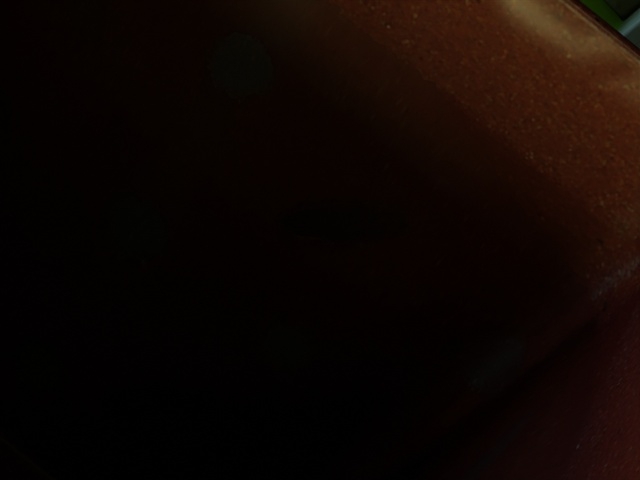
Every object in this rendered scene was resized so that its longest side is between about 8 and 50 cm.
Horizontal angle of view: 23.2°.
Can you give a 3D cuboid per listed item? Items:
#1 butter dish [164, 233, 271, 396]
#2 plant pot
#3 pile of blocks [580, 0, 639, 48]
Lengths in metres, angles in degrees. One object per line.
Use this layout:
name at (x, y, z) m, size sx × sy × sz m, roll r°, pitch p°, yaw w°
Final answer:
butter dish at (0.000, 0.000, 0.543) m, size 0.160 × 0.160 × 0.118 m, roll 5°, pitch 11°, yaw -45°
plant pot at (-0.083, 0.030, 0.387) m, size 0.235 × 0.267 × 0.267 m, roll -51°, pitch 0°, yaw 36°
pile of blocks at (0.077, -0.080, 0.636) m, size 0.149 × 0.112 × 0.362 m, roll -47°, pitch 5°, yaw -24°
